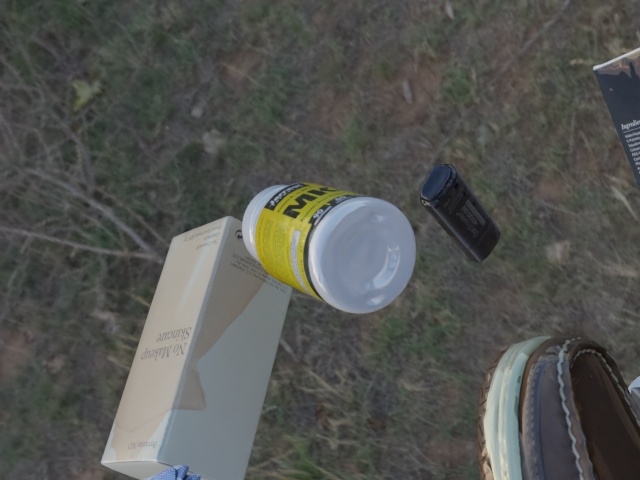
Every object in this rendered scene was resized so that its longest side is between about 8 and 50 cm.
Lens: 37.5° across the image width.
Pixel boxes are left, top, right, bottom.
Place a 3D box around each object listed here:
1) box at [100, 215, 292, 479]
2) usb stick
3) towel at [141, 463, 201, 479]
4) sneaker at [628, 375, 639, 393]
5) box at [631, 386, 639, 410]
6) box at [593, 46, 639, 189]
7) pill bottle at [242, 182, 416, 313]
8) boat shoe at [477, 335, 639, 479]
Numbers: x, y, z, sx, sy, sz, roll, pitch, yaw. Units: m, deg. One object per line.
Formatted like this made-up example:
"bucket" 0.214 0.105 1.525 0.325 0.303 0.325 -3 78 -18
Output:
"box" -0.143 0.143 1.163 0.148 0.121 0.311 -19 50 47
"usb stick" 0.222 -0.039 1.480 0.045 0.278 0.077 33 87 32
"towel" -0.210 0.282 0.698 0.209 0.034 0.285 -25 15 15
"sneaker" 0.466 0.270 1.437 0.158 0.065 0.061 -38 45 12
"box" 0.398 0.271 0.790 0.242 0.076 0.307 -5 95 5
"box" 0.711 -0.189 1.645 0.212 0.293 0.395 -17 97 66
"pill bottle" 0.000 0.000 1.013 0.119 0.119 0.208 -62 29 -5
"boat shoe" 0.138 0.151 0.331 0.095 0.095 0.257 -26 77 39
